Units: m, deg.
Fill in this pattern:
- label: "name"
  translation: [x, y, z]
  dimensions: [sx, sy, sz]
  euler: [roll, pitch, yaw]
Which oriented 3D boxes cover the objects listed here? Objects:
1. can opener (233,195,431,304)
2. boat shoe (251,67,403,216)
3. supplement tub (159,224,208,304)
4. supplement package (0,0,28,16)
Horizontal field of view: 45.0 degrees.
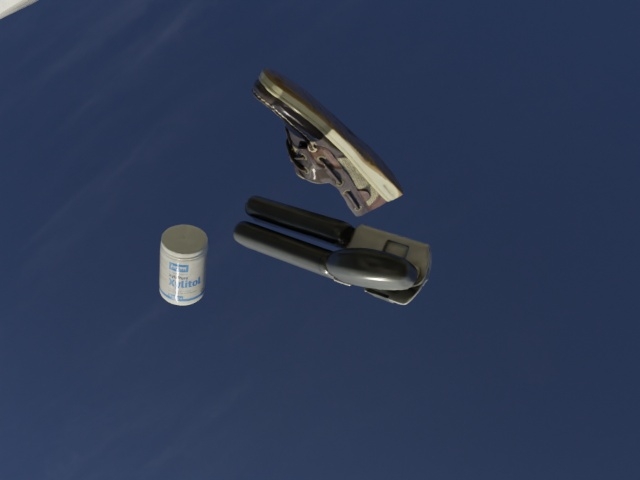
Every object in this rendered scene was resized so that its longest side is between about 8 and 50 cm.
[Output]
- label: "can opener"
  translation: [0.000, 0.000, 0.915]
  dimensions: [0.284, 0.095, 0.075]
  euler: [18, -99, 35]
- label: "boat shoe"
  translation: [0.002, -0.119, 1.045]
  dimensions: [0.092, 0.285, 0.102]
  euler: [-43, -137, 12]
- label: "supplement tub"
  translation: [-0.205, 0.038, 1.155]
  dimensions: [0.071, 0.071, 0.107]
  euler: [15, -50, 7]
- label: "supplement package"
  translation: [-0.446, -0.430, 0.996]
  dimensions: [0.204, 0.145, 0.261]
  euler: [-6, -59, 42]
